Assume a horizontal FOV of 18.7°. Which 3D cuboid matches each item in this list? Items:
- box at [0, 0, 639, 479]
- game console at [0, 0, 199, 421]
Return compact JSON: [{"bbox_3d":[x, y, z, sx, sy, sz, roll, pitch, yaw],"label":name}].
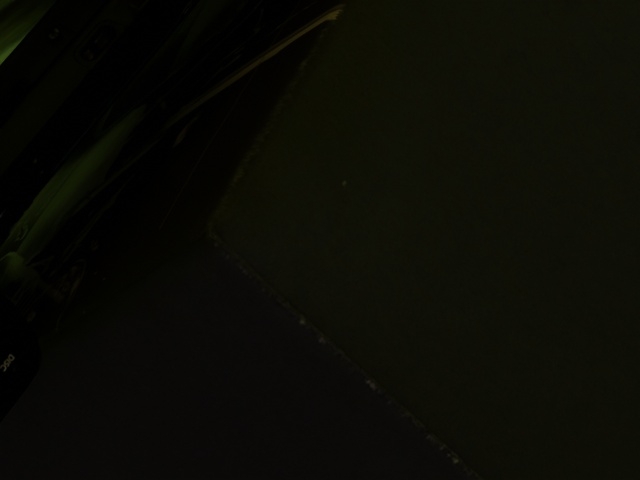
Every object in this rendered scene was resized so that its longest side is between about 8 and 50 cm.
[{"bbox_3d":[0.000,0.000,0.689,0.312,0.179,0.343,-31,-157,43],"label":"box"},{"bbox_3d":[-0.092,0.000,0.507,0.361,0.044,0.213,-55,-163,-28],"label":"game console"}]
